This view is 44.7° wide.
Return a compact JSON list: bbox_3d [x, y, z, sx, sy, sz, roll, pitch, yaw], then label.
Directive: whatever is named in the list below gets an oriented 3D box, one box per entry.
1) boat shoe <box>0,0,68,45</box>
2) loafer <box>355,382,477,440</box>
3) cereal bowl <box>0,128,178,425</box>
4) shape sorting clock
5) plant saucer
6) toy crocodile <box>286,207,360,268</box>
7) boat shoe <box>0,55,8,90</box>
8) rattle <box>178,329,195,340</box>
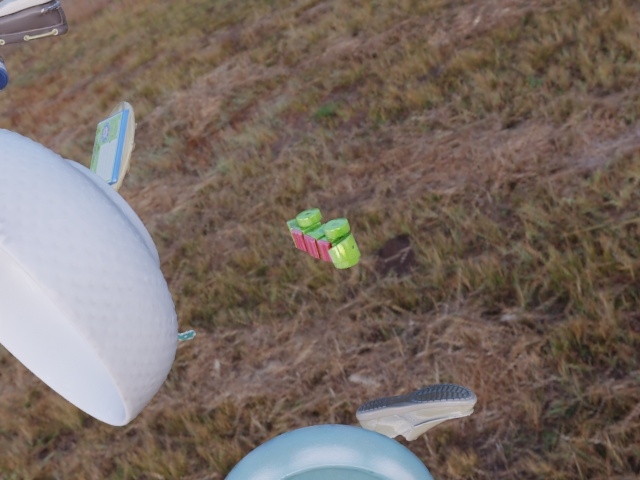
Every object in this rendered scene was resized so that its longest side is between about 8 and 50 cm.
[{"bbox_3d":[-0.684,-0.427,1.593,0.324,0.097,0.117,-18,31,-2],"label":"boat shoe"},{"bbox_3d":[0.213,0.379,1.689,0.268,0.092,0.102,-14,9,21],"label":"loafer"},{"bbox_3d":[-0.268,0.020,0.789,0.339,0.339,0.141,8,45,46],"label":"cereal bowl"},{"bbox_3d":[-0.400,-0.167,1.506,0.206,0.040,0.206,-21,62,48],"label":"shape sorting clock"},{"bbox_3d":[0.011,0.392,1.013,0.317,0.318,0.044,-25,16,1],"label":"plant saucer"},{"bbox_3d":[0.000,0.000,1.974,0.105,0.115,0.340,-28,24,-23],"label":"toy crocodile"},{"bbox_3d":[-0.504,-0.212,1.008,0.183,0.066,0.066,-13,56,-21],"label":"boat shoe"},{"bbox_3d":[-0.388,0.233,1.785,0.130,0.200,0.143,-8,56,22],"label":"rattle"}]
